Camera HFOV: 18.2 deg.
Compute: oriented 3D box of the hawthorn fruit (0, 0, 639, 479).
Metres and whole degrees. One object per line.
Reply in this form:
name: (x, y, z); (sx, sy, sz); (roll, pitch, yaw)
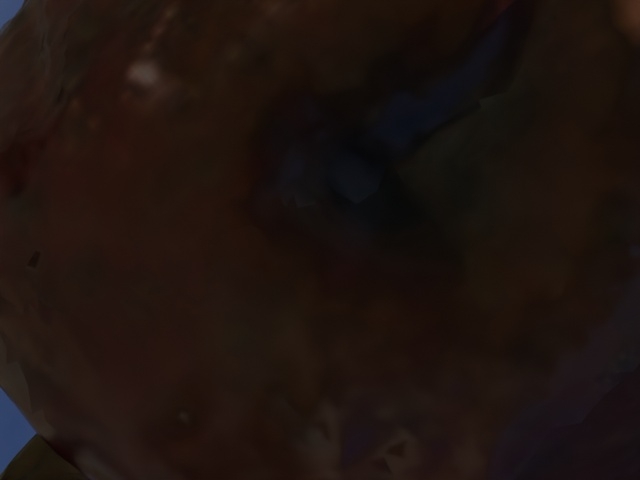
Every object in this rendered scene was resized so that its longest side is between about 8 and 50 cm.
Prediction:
hawthorn fruit: (0.020, -0.014, 0.570); (0.262, 0.258, 0.258); (-28, -134, 30)
